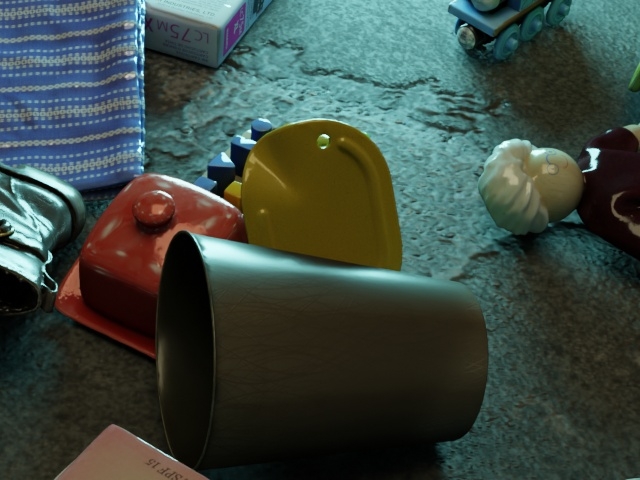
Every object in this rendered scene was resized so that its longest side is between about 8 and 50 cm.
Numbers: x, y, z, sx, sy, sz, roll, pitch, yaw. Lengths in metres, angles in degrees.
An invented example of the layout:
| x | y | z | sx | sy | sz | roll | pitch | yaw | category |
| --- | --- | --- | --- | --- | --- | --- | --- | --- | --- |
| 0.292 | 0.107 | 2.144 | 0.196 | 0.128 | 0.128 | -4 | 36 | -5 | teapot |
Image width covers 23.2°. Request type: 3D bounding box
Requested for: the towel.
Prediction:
| x | y | z | sx | sy | sz | roll | pitch | yaw | category |
| --- | --- | --- | --- | --- | --- | --- | --- | --- | --- |
| -0.291 | -0.168 | 1.517 | 0.243 | 0.040 | 0.336 | -5 | 51 | -2 | towel |

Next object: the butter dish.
| x | y | z | sx | sy | sz | roll | pitch | yaw | category |
| --- | --- | --- | --- | --- | --- | --- | --- | --- | --- |
| -0.133 | 0.003 | 1.311 | 0.160 | 0.118 | 0.160 | 24 | 60 | 18 | butter dish |

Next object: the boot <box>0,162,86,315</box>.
| x | y | z | sx | sy | sz | roll | pitch | yaw | category |
| --- | --- | --- | --- | --- | --- | --- | --- | --- | --- |
| -0.324 | -0.014 | 1.288 | 0.263 | 0.091 | 0.229 | 11 | 19 | 2 | boot |

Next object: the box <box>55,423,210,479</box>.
| x | y | z | sx | sy | sz | roll | pitch | yaw | category |
| --- | --- | --- | --- | --- | --- | --- | --- | --- | --- |
| -0.142 | 0.255 | 0.965 | 0.148 | 0.127 | 0.232 | 26 | 51 | 22 | box |

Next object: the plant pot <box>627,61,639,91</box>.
| x | y | z | sx | sy | sz | roll | pitch | yaw | category |
| --- | --- | --- | --- | --- | --- | --- | --- | --- | --- |
| 0.544 | -0.235 | 1.525 | 0.353 | 0.366 | 0.366 | 27 | 45 | 7 | plant pot |

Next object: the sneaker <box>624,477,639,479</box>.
| x | y | z | sx | sy | sz | roll | pitch | yaw | category |
| --- | --- | --- | --- | --- | --- | --- | --- | --- | --- |
| 0.334 | 0.202 | 1.131 | 0.262 | 0.121 | 0.099 | 11 | 40 | 26 | sneaker |

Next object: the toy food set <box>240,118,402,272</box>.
| x | y | z | sx | sy | sz | roll | pitch | yaw | category |
| --- | --- | --- | --- | --- | --- | --- | --- | --- | --- |
| 0.000 | 0.000 | 1.321 | 0.128 | 0.218 | 0.071 | -11 | 14 | -7 | toy food set |

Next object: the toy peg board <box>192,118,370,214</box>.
| x | y | z | sx | sy | sz | roll | pitch | yaw | category |
| --- | --- | --- | --- | --- | --- | --- | --- | --- | --- |
| -0.036 | -0.055 | 1.431 | 0.160 | 0.079 | 0.161 | 22 | 44 | 18 | toy peg board |

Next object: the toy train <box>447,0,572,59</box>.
| x | y | z | sx | sy | sz | roll | pitch | yaw | category |
| --- | --- | --- | --- | --- | --- | --- | --- | --- | --- |
| 0.212 | -0.271 | 1.677 | 0.080 | 0.105 | 0.184 | 33 | 48 | 28 | toy train |

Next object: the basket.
| x | y | z | sx | sy | sz | roll | pitch | yaw | category |
| --- | --- | --- | --- | --- | --- | --- | --- | --- | --- |
| 0.002 | 0.088 | 1.206 | 0.227 | 0.154 | 0.204 | 4 | 42 | -20 | basket |

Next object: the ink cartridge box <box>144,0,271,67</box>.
| x | y | z | sx | sy | sz | roll | pitch | yaw | category |
| --- | --- | --- | --- | --- | --- | --- | --- | --- | --- |
| -0.131 | -0.316 | 1.726 | 0.185 | 0.065 | 0.311 | 18 | 46 | 14 | ink cartridge box |

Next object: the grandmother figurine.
| x | y | z | sx | sy | sz | roll | pitch | yaw | category |
| --- | --- | --- | --- | --- | --- | --- | --- | --- | --- |
| 0.314 | -0.047 | 1.447 | 0.342 | 0.104 | 0.208 | 2 | 33 | -7 | grandmother figurine |

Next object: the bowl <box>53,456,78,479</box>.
| x | y | z | sx | sy | sz | roll | pitch | yaw | category |
| --- | --- | --- | --- | --- | --- | --- | --- | --- | --- |
| -0.144 | 0.226 | 1.125 | 0.142 | 0.053 | 0.142 | 23 | 46 | 19 | bowl |
